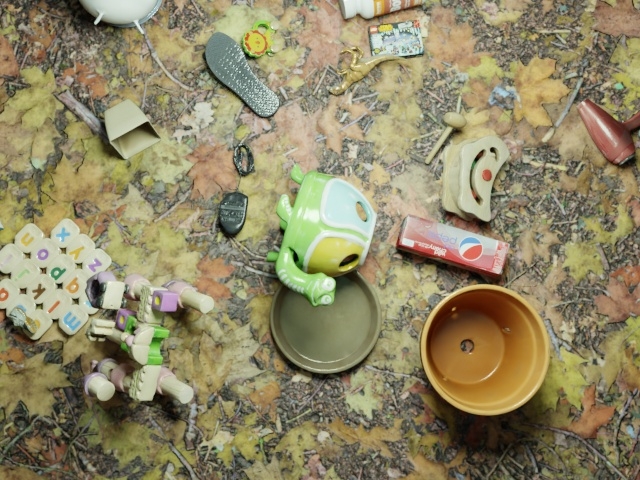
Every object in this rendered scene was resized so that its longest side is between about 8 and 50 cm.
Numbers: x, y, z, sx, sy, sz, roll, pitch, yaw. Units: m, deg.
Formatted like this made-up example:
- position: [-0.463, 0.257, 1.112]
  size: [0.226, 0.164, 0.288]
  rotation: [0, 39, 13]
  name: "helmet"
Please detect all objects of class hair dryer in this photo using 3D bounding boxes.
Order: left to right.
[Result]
- position: [0.797, -0.292, 1.802]
  size: [0.293, 0.080, 0.224]
  rotation: [18, 68, -4]
  name: "hair dryer"

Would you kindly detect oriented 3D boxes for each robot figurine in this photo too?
- position: [-0.504, -0.690, 1.715]
  size: [0.299, 0.199, 0.354]
  rotation: [-2, 84, -27]
  name: "robot figurine"

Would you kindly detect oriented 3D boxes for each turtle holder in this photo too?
- position: [0.006, -0.019, 1.629]
  size: [0.227, 0.320, 0.243]
  rotation: [17, 112, 0]
  name: "turtle holder"

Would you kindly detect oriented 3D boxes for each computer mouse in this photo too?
- position: [-0.211, -0.131, 1.776]
  size: [0.071, 0.041, 0.242]
  rotation: [8, 77, 2]
  name: "computer mouse"

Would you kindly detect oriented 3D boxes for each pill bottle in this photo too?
- position: [0.156, -0.643, 1.794]
  size: [0.216, 0.121, 0.121]
  rotation: [-16, 84, -2]
  name: "pill bottle"

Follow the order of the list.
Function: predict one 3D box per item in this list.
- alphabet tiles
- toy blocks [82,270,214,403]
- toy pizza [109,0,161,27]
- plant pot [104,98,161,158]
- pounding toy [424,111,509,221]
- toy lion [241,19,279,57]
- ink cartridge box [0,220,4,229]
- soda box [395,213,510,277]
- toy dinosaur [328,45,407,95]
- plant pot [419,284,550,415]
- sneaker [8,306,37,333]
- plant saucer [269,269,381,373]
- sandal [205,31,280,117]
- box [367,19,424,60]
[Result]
- position: [-0.673, 0.096, 1.746]
  size: [0.284, 0.021, 0.278]
  rotation: [42, 84, 4]
  name: "alphabet tiles"
- position: [-0.460, 0.212, 1.626]
  size: [0.260, 0.309, 0.289]
  rotation: [15, 91, 43]
  name: "toy blocks"
- position: [-0.511, -0.654, 1.830]
  size: [0.201, 0.032, 0.201]
  rotation: [0, 85, -1]
  name: "toy pizza"
- position: [-0.483, -0.289, 1.755]
  size: [0.109, 0.109, 0.096]
  rotation: [-30, 73, -4]
  name: "plant pot"
- position: [0.371, -0.185, 1.771]
  size: [0.154, 0.155, 0.270]
  rotation: [0, 93, -29]
  name: "pounding toy"
- position: [-0.157, -0.521, 1.801]
  size: [0.096, 0.034, 0.100]
  rotation: [3, 82, -25]
  name: "toy lion"
- position: [-0.885, -0.044, 1.724]
  size: [0.143, 0.090, 0.092]
  rotation: [-27, 85, -4]
  name: "ink cartridge box"
- position: [0.326, 0.015, 1.734]
  size: [0.263, 0.092, 0.084]
  rotation: [17, 83, 2]
  name: "soda box"
- position: [0.110, -0.454, 1.803]
  size: [0.211, 0.064, 0.112]
  rotation: [-30, 91, 16]
  name: "toy dinosaur"
- position: [0.369, 0.255, 1.652]
  size: [0.290, 0.203, 0.291]
  rotation: [0, 83, 0]
  name: "plant pot"
- position: [-0.730, 0.202, 1.710]
  size: [0.037, 0.032, 0.083]
  rotation: [-45, 80, 8]
  name: "sneaker"
- position: [0.013, 0.190, 1.736]
  size: [0.277, 0.041, 0.278]
  rotation: [0, 84, 0]
  name: "plant saucer"
- position: [-0.207, -0.421, 1.804]
  size: [0.097, 0.054, 0.254]
  rotation: [-37, 95, 2]
  name: "sandal"
- position: [0.197, -0.523, 1.827]
  size: [0.136, 0.027, 0.094]
  rotation: [-8, 83, -1]
  name: "box"
